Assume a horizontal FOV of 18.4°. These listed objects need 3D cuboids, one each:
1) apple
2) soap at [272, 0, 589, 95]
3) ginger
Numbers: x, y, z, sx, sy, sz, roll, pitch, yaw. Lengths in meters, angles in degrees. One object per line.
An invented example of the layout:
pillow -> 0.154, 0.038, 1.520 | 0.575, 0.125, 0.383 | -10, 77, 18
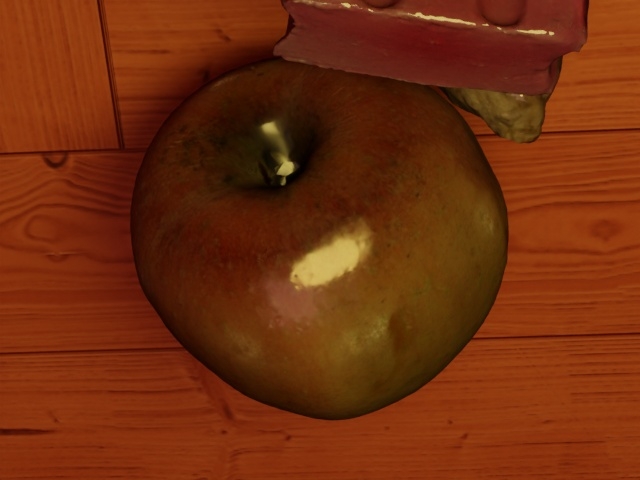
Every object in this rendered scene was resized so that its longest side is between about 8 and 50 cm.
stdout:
apple -> 0.000, 0.000, 1.827 | 0.339, 0.338, 0.305 | -11, 144, 10
soap -> 0.100, -0.311, 1.575 | 0.233, 0.359, 0.128 | 8, 161, -4
ginger -> 0.153, -0.208, 1.738 | 0.130, 0.221, 0.275 | -12, 116, 0
